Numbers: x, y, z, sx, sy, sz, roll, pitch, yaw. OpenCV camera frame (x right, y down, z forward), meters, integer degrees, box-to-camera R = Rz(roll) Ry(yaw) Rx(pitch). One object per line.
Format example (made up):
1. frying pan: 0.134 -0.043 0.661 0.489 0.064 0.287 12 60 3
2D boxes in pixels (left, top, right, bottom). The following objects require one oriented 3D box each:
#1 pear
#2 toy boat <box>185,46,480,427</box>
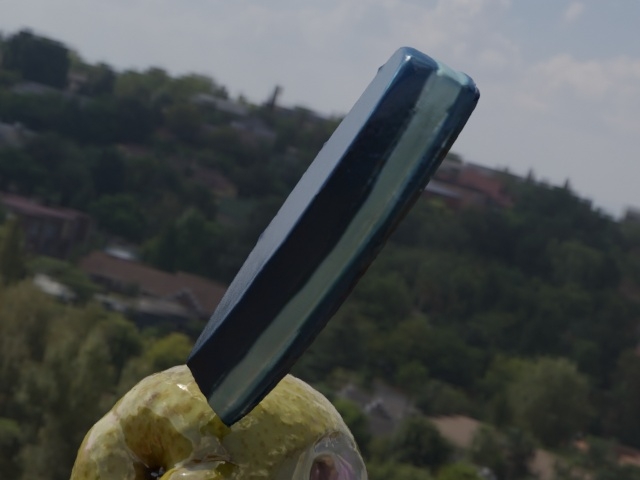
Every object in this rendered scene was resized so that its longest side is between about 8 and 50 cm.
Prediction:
1. pear: -0.079 0.224 1.229 0.271 0.271 0.271 15 4 -1
2. toy boat: 0.000 0.000 1.042 0.061 0.299 0.096 32 11 -13
